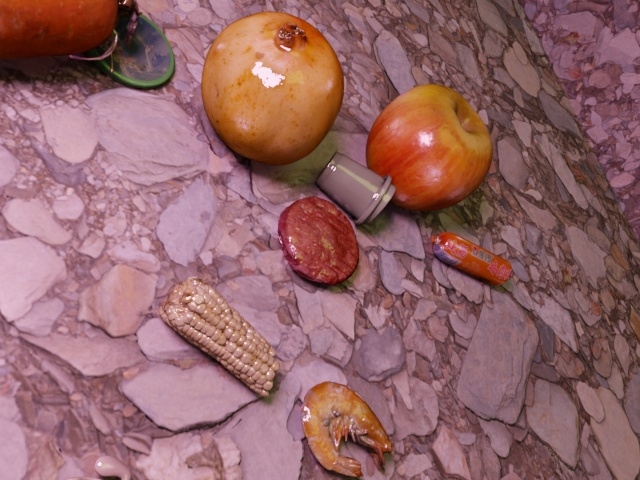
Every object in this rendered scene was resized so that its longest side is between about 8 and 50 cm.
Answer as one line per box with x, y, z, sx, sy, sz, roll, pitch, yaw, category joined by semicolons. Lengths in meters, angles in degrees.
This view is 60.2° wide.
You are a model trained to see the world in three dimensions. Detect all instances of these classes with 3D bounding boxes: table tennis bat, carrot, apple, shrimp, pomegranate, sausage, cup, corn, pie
-0.360;-0.372;0.951;0.257;0.039;0.160;47;46;-11;table tennis bat
-0.392;-0.358;0.783;0.331;0.193;0.214;-27;70;-40;carrot
0.232;-0.198;1.210;0.285;0.233;0.286;24;48;-30;apple
0.041;0.315;0.895;0.187;0.051;0.132;40;58;-5;shrimp
-0.085;-0.266;0.968;0.264;0.264;0.265;20;55;-31;pomegranate
0.341;0.038;1.280;0.234;0.071;0.071;23;53;-29;sausage
0.067;-0.110;1.109;0.141;0.120;0.120;37;47;-8;cup
-0.137;0.138;0.813;0.211;0.087;0.087;42;46;-17;corn
0.000;0.000;1.031;0.182;0.049;0.183;22;52;-31;pie

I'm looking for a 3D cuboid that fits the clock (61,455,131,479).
-0.267;0.339;0.605;0.152;0.062;0.191;54;44;-2;clock
